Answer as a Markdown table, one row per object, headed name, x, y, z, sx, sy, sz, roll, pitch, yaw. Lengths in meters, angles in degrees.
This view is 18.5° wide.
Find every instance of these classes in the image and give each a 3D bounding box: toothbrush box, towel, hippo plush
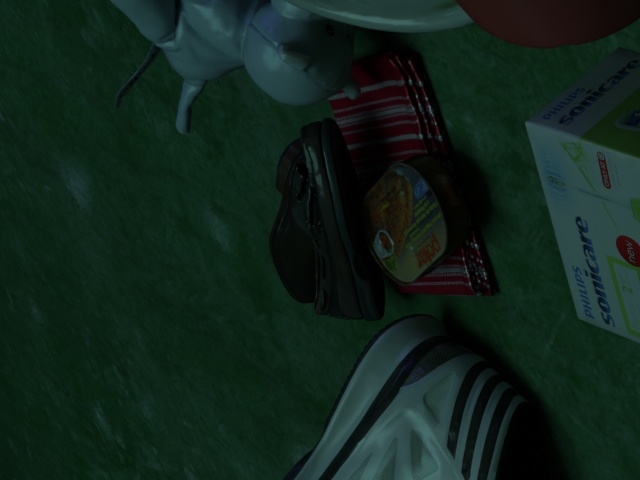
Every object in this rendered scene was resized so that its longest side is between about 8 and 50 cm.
| name | x | y | z | sx | sy | sz | roll | pitch | yaw |
| --- | --- | --- | --- | --- | --- | --- | --- | --- | --- |
| toothbrush box | 0.316 | -0.007 | 1.503 | 0.283 | 0.122 | 0.206 | 25 | 144 | 46 |
| towel | 0.086 | -0.067 | 2.076 | 0.199 | 0.031 | 0.275 | 1 | 113 | 63 |
| hippo plush | -0.080 | -0.235 | 1.987 | 0.236 | 0.234 | 0.294 | 26 | 95 | 38 |

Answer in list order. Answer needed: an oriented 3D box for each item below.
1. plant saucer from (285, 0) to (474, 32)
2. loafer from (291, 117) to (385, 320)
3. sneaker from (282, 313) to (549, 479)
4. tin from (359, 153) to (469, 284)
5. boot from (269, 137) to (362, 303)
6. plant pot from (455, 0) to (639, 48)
| name | x | y | z | sx | sy | sz | roll | pitch | yaw |
| --- | --- | --- | --- | --- | --- | --- | --- | --- | --- |
| plant saucer | 0.015 | -0.346 | 1.743 | 0.400 | 0.101 | 0.400 | 21 | 155 | 10 |
| loafer | 0.005 | -0.012 | 2.120 | 0.096 | 0.084 | 0.267 | -82 | -20 | -49 |
| sneaker | 0.082 | 0.327 | 2.091 | 0.257 | 0.169 | 0.448 | 37 | 106 | 38 |
| tin | 0.097 | -0.021 | 2.018 | 0.106 | 0.040 | 0.190 | 65 | 156 | 10 |
| boot | 0.000 | 0.000 | 2.240 | 0.106 | 0.082 | 0.219 | 42 | 144 | 46 |
| plant pot | 0.156 | -0.288 | 1.456 | 0.275 | 0.275 | 0.243 | 43 | 172 | 39 |
